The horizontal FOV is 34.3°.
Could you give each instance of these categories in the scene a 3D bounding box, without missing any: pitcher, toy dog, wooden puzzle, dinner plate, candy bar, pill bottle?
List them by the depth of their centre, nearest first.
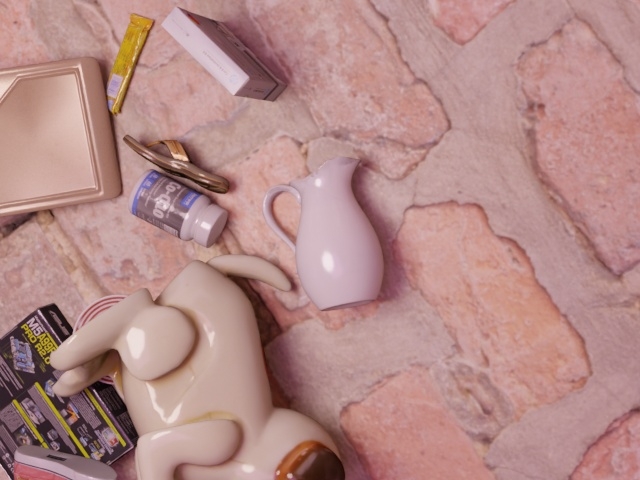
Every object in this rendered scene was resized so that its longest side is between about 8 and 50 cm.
[{"bbox_3d":[-0.145,0.259,1.506,0.395,0.284,0.408,-36,83,-31],"label":"toy dog"},{"bbox_3d":[0.000,0.000,1.516,0.177,0.125,0.207,-18,79,35],"label":"pitcher"},{"bbox_3d":[-0.215,-0.047,1.574,0.137,0.078,0.078,26,100,10],"label":"pill bottle"},{"bbox_3d":[-0.440,-0.156,1.584,0.238,0.044,0.221,-11,102,-15],"label":"wooden puzzle"},{"bbox_3d":[-0.304,-0.272,1.610,0.040,0.018,0.162,24,100,14],"label":"candy bar"},{"bbox_3d":[-0.318,0.155,1.628,0.141,0.017,0.141,0,88,-7],"label":"dinner plate"}]

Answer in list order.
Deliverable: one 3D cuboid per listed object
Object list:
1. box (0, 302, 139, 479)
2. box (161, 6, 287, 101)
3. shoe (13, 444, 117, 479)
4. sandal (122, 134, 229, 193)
[{"bbox_3d":[-0.441,0.272,1.662,0.216,0.060,0.270,-38,86,13],"label":"box"},{"bbox_3d":[-0.133,-0.263,1.483,0.145,0.186,0.038,45,102,6],"label":"box"},{"bbox_3d":[-0.396,0.377,1.599,0.177,0.063,0.081,11,98,17],"label":"shoe"},{"bbox_3d":[-0.214,-0.124,1.577,0.180,0.072,0.049,23,84,9],"label":"sandal"}]
